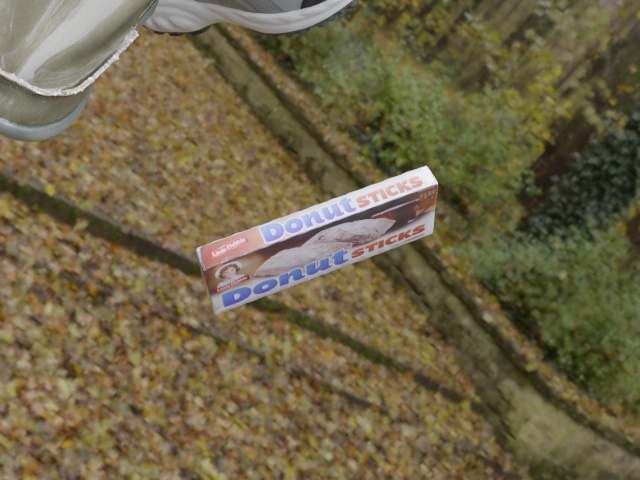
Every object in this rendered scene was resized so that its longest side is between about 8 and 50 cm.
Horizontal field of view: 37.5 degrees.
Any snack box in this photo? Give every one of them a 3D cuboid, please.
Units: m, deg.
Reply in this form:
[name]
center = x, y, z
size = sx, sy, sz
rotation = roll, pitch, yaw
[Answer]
[snack box]
center = 0.000, 0.000, 0.685
size = 0.064, 0.178, 0.022
rotation = 87, -20, -56

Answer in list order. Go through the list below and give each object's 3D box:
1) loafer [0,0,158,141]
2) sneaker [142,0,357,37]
[loafer]
center = -0.153, -0.154, 0.583
size = 0.094, 0.087, 0.251
rotation = 33, 38, -14
[sneaker]
center = -0.063, -0.236, 0.785
size = 0.100, 0.272, 0.108
rotation = -64, 145, -37
